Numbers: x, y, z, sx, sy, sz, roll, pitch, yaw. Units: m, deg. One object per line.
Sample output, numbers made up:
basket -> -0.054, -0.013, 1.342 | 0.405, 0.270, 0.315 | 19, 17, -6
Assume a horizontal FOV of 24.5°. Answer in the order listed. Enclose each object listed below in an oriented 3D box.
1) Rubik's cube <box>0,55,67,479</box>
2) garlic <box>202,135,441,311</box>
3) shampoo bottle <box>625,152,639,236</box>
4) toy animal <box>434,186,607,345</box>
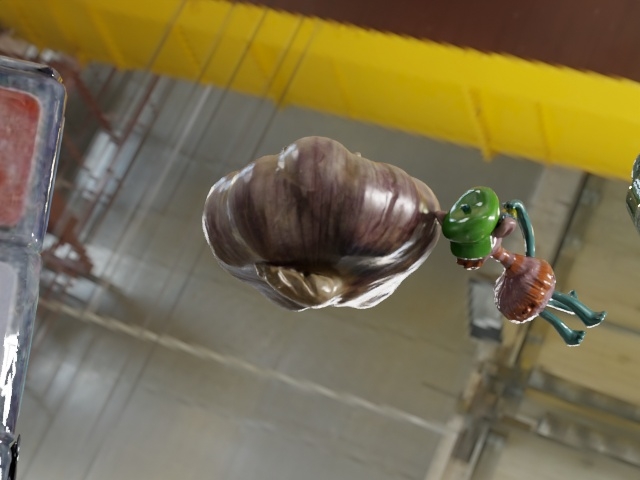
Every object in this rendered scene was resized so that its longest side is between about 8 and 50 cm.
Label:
Rubik's cube -> -0.375, 0.074, 0.921 | 0.362, 0.363, 0.359 | 10, -24, -15
garlic -> 0.000, 0.000, 1.502 | 0.245, 0.160, 0.245 | -1, -25, -1
shampoo bottle -> 0.295, -0.016, 1.231 | 0.065, 0.204, 0.065 | -1, -63, -1
toy animal -> 0.205, 0.021, 1.503 | 0.208, 0.103, 0.100 | 40, -27, -24
